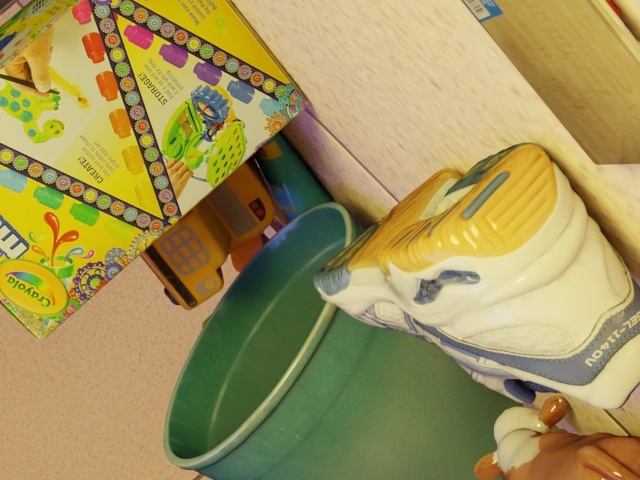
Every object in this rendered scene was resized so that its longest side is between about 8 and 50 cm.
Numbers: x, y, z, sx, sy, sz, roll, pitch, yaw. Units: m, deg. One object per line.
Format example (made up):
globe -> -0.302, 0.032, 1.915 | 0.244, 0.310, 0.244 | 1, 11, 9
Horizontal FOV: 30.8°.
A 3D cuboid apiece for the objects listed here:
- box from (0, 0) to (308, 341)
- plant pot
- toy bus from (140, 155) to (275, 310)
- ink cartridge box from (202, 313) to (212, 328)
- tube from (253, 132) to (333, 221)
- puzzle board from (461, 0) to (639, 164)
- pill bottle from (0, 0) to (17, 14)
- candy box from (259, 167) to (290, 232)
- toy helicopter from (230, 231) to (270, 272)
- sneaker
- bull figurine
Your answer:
box -> -0.206, -0.106, 0.979 | 0.177, 0.279, 0.290 | 51, 174, -22
plant pot -> 0.036, 0.148, 1.070 | 0.255, 0.271, 0.271 | 35, 178, -19
toy bus -> -0.130, -0.056, 1.161 | 0.108, 0.130, 0.332 | 56, -177, -22
ink cartridge box -> 0.006, 0.136, 1.469 | 0.255, 0.189, 0.097 | 50, 172, -30
tube -> -0.031, -0.064, 1.152 | 0.207, 0.052, 0.080 | 57, 164, -26
puzzle board -> 0.080, -0.078, 0.410 | 0.128, 0.011, 0.096 | 49, 175, -8
pill bottle -> -0.432, -0.301, 1.304 | 0.161, 0.283, 0.161 | 48, 174, 6
candy box -> 0.000, 0.000, 1.289 | 0.187, 0.053, 0.109 | 44, 172, 20
toy helicopter -> -0.135, -0.032, 1.669 | 0.355, 0.140, 0.235 | 49, 172, 12
sneaker -> 0.083, 0.035, 0.639 | 0.131, 0.112, 0.296 | 48, 175, -6
bull figurine -> 0.214, 0.204, 0.860 | 0.188, 0.101, 0.310 | 43, 176, 5
